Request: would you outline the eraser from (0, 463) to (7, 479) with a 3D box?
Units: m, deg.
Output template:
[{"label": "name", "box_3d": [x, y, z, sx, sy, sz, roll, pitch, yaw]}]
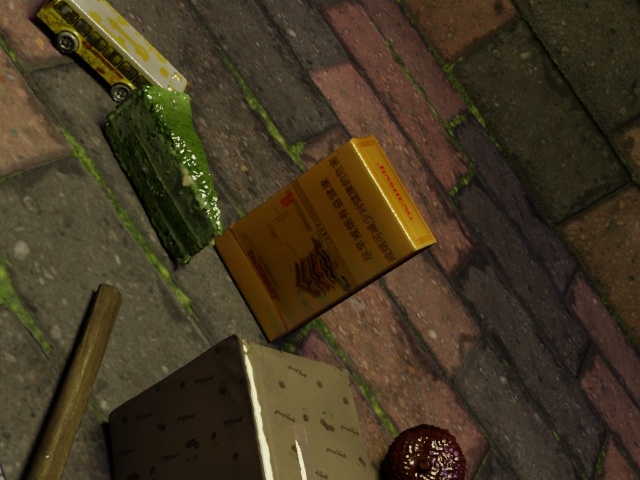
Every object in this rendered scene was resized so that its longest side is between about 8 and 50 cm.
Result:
[{"label": "eraser", "box_3d": [-0.325, 0.187, 0.844, 0.124, 0.081, 0.279, 98, -32, -78]}]

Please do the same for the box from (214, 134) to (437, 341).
[{"label": "box", "box_3d": [0.000, 0.000, 1.396, 0.174, 0.274, 0.076, 60, 29, 8]}]

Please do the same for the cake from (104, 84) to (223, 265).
[{"label": "cake", "box_3d": [-0.191, -0.089, 1.376, 0.099, 0.100, 0.235, -12, 71, -59]}]

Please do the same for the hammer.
[{"label": "hammer", "box_3d": [-0.267, 0.172, 1.066, 0.111, 0.043, 0.365, 41, 30, -23]}]

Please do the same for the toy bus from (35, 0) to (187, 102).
[{"label": "toy bus", "box_3d": [-0.294, -0.266, 1.431, 0.226, 0.074, 0.081, 45, 31, -22]}]

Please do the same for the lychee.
[{"label": "lychee", "box_3d": [0.156, 0.327, 1.466, 0.129, 0.123, 0.123, 22, 43, -59]}]

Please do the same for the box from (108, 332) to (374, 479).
[{"label": "box", "box_3d": [-0.074, 0.288, 1.038, 0.190, 0.225, 0.297, 24, 43, -43]}]
